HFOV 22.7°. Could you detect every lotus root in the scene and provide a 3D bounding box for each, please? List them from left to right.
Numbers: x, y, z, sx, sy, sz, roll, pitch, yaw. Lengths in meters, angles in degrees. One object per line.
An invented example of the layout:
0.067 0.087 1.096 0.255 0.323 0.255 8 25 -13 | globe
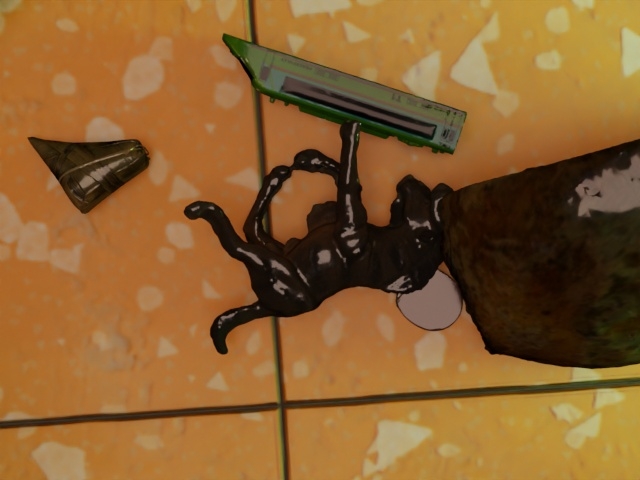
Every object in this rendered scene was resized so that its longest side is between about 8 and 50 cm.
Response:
0.263 -0.002 1.228 0.314 0.142 0.210 -27 99 -1 | lotus root

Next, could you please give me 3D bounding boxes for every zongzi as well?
-0.190 -0.075 1.319 0.076 0.040 0.083 -36 73 -3 | zongzi

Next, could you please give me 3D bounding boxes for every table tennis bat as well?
0.080 0.040 1.321 0.083 0.007 0.050 38 93 0 | table tennis bat

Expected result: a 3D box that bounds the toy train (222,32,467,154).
0.014 -0.117 1.299 0.209 0.044 0.042 18 95 2 | toy train

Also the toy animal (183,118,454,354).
0.000 0.000 1.281 0.232 0.084 0.148 -29 88 -3 | toy animal
